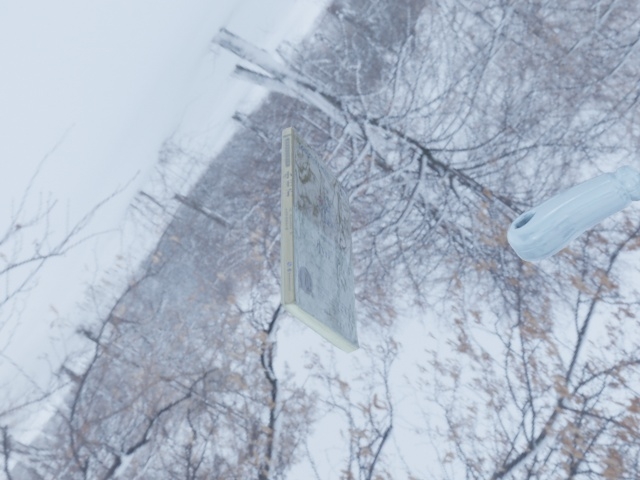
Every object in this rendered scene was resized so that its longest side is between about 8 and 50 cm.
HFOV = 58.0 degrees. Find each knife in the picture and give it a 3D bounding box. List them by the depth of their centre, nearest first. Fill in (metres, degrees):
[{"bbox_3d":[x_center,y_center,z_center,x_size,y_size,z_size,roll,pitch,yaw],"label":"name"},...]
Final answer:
[{"bbox_3d":[0.326,-0.066,0.538,0.331,0.044,0.080,-32,-170,34],"label":"knife"}]

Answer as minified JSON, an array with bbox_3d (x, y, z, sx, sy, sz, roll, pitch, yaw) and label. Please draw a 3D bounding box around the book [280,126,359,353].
[{"bbox_3d":[0.000,0.000,0.585,0.016,0.138,0.199,-16,-124,23],"label":"book"}]
